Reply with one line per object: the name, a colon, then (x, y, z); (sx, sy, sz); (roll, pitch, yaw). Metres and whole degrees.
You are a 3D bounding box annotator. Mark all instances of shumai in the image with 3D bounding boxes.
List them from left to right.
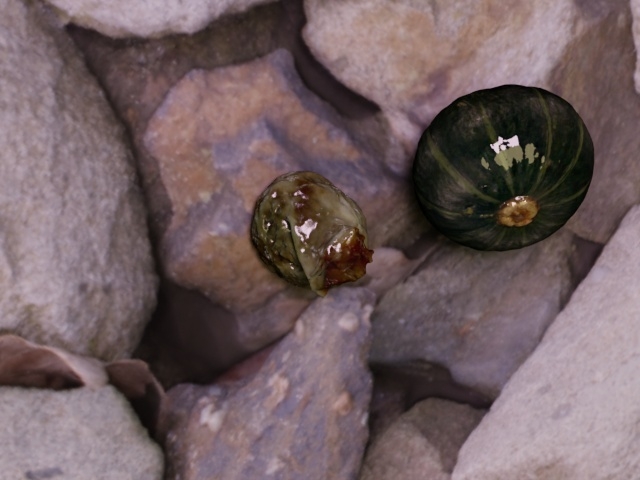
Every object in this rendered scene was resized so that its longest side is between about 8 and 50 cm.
shumai: (-0.001, 0.001, 1.269); (0.124, 0.087, 0.099); (37, 91, -22)

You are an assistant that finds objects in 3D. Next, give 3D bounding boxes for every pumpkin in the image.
pumpkin: (0.165, -0.067, 1.285); (0.167, 0.167, 0.125); (11, 56, -21)
